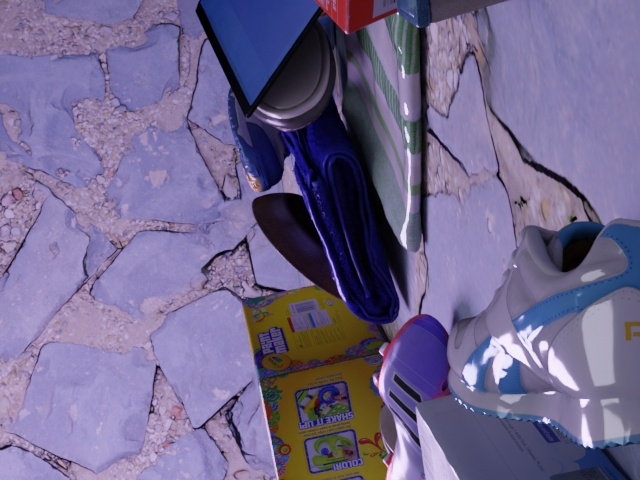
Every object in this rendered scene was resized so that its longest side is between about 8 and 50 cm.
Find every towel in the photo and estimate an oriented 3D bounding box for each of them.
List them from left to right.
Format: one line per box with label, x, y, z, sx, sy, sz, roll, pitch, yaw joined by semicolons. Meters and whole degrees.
towel;0.008;-0.065;1.199;0.308;0.076;0.228;-106;-1;-59
towel;0.047;-0.186;0.943;0.248;0.038;0.325;-108;9;-46

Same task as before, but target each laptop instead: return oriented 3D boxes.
laptop;-0.086;-0.305;1.002;0.264;0.136;0.234;66;178;-45

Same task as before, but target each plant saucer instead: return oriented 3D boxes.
plant saucer;0.000;0.000;1.308;0.198;0.036;0.198;37;-162;-14

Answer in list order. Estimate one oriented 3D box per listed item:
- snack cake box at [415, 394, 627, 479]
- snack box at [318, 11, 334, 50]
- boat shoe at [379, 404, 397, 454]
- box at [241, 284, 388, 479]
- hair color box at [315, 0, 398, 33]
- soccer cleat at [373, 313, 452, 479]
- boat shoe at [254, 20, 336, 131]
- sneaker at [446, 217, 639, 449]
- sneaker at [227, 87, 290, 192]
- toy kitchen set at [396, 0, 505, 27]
snack cake box;0.134;0.239;0.637;0.152;0.089;0.264;-121;21;-69
snack box;-0.035;-0.400;1.212;0.322;0.060;0.187;86;170;-52
boat shoe;0.102;0.247;1.180;0.137;0.049;0.043;-113;11;-45
box;0.008;0.242;1.444;0.290;0.177;0.279;-118;17;-72
hair color box;0.012;-0.221;0.698;0.167;0.093;0.053;53;159;30
soccer cleat;0.105;0.175;0.945;0.095;0.083;0.248;34;138;38
boat shoe;-0.047;-0.203;1.153;0.095;0.112;0.335;62;-179;-40
sneaker;0.119;0.039;0.480;0.228;0.087;0.092;159;107;-77
sneaker;-0.053;-0.183;1.389;0.296;0.131;0.112;-94;-4;-47
toy kitchen set;0.028;-0.231;0.615;0.207;0.122;0.166;-112;13;-64
